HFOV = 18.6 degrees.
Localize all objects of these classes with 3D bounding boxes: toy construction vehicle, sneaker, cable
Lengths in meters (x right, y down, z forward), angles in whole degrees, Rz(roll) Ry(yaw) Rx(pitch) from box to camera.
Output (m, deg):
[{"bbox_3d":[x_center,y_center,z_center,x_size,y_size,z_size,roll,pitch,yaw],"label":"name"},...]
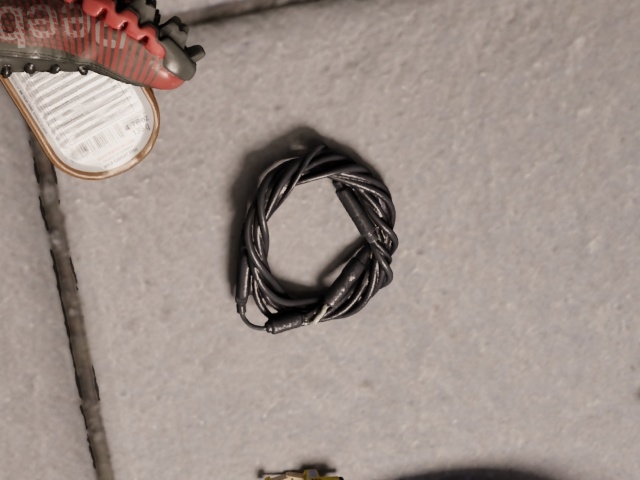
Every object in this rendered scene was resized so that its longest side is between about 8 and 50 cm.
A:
[{"bbox_3d":[-0.012,0.259,1.892,0.098,0.035,0.086,-1,130,-15],"label":"toy construction vehicle"},{"bbox_3d":[-0.229,-0.164,1.489,0.276,0.097,0.135,24,96,-9],"label":"sneaker"},{"bbox_3d":[0.000,0.000,1.732,0.151,0.047,0.184,-3,119,-17],"label":"cable"}]

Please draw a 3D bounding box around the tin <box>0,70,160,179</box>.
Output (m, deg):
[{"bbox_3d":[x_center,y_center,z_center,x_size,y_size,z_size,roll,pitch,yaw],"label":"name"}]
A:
[{"bbox_3d":[-0.200,-0.132,1.596,0.106,0.040,0.189,-31,124,-4],"label":"tin"}]
